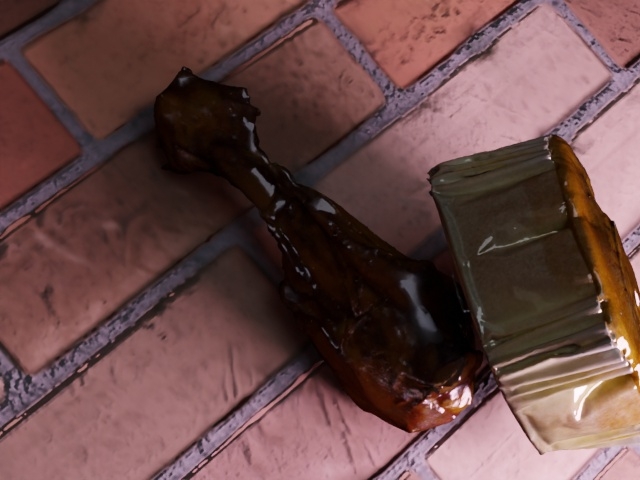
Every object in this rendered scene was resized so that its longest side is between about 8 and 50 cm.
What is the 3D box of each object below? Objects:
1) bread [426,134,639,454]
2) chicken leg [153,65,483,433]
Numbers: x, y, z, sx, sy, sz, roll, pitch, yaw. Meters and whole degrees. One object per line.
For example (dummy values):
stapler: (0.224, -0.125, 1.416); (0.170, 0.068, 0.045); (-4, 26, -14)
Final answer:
bread: (0.162, 0.039, 1.271); (0.109, 0.210, 0.192); (-19, 59, 10)
chicken leg: (0.000, 0.000, 1.270); (0.304, 0.113, 0.093); (50, 32, 5)
